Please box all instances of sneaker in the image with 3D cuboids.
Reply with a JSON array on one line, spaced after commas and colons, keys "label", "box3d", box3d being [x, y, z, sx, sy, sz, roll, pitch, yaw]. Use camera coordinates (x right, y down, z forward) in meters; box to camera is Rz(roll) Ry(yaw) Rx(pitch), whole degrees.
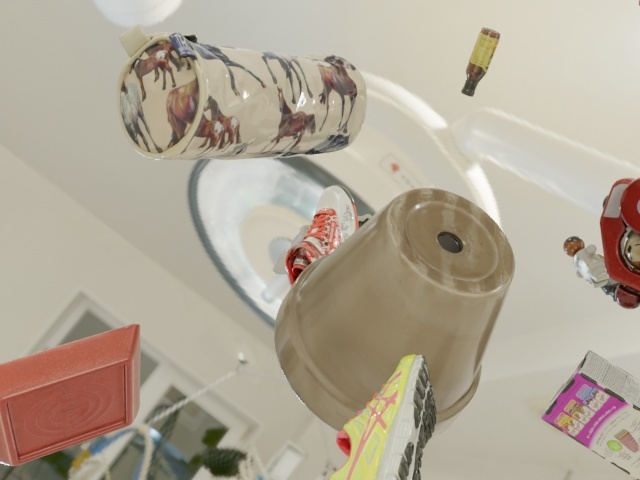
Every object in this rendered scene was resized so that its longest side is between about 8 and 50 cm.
[{"label": "sneaker", "box3d": [0.001, 0.001, 1.705, 0.090, 0.270, 0.145, -8, -17, 34]}, {"label": "sneaker", "box3d": [0.063, 0.195, 0.882, 0.094, 0.208, 0.082, -4, -58, 24]}]

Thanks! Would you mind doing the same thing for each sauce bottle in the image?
[{"label": "sauce bottle", "box3d": [0.301, -0.336, 1.593, 0.042, 0.128, 0.042, 16, 25, -7]}]

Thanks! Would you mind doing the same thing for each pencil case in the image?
[{"label": "pencil case", "box3d": [-0.098, -0.211, 1.231, 0.159, 0.184, 0.410, -13, -3, 37]}]

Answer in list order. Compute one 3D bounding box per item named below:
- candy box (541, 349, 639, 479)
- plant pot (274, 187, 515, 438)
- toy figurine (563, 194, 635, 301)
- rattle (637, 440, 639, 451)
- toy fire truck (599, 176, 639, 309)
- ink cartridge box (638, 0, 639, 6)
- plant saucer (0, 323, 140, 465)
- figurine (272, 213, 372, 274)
[{"label": "candy box", "box3d": [0.535, 0.319, 1.492, 0.233, 0.071, 0.159, 33, -43, 13]}, {"label": "plant pot", "box3d": [0.125, 0.086, 1.200, 0.323, 0.323, 0.280, 36, -45, 8]}, {"label": "toy figurine", "box3d": [0.670, 0.014, 1.902, 0.213, 0.209, 0.148, 21, 31, -45]}, {"label": "rattle", "box3d": [0.378, 0.285, 0.926, 0.130, 0.143, 0.199, 52, 13, 25]}, {"label": "toy fire truck", "box3d": [0.612, 0.027, 1.426, 0.302, 0.254, 0.169, 26, 22, 33]}, {"label": "ink cartridge box", "box3d": [0.720, -0.433, 1.472, 0.306, 0.131, 0.226, 46, -3, 25]}, {"label": "plant saucer", "box3d": [-0.405, 0.260, 1.343, 0.048, 0.259, 0.259, 57, -30, 33]}, {"label": "figurine", "box3d": [0.006, 0.026, 1.934, 0.209, 0.214, 0.092, 140, -62, -63]}]
